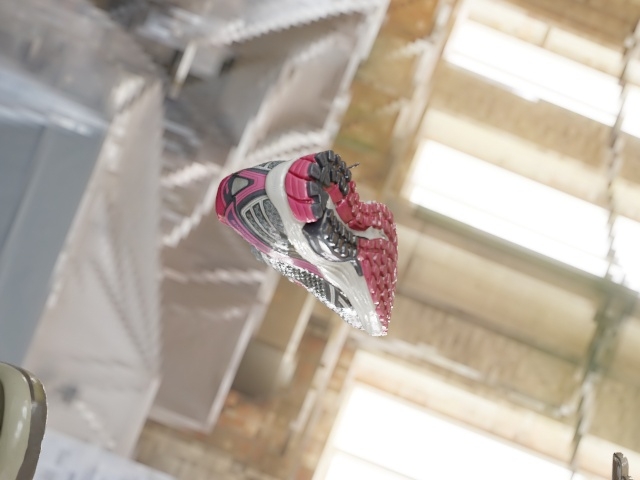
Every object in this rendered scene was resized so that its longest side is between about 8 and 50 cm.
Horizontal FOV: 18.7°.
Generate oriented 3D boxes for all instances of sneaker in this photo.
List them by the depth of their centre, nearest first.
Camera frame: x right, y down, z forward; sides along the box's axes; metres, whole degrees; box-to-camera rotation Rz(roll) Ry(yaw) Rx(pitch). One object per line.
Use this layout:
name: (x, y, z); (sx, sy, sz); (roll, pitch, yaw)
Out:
sneaker: (0.000, 0.000, 1.907); (0.299, 0.112, 0.120); (53, 38, -54)

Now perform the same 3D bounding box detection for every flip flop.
flip flop: (-0.264, 0.118, 1.264); (0.277, 0.080, 0.112); (5, -92, 58)

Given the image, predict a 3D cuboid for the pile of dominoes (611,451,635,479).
pile of dominoes: (0.288, 0.323, 1.653); (0.251, 0.040, 0.196); (-105, -165, -57)
